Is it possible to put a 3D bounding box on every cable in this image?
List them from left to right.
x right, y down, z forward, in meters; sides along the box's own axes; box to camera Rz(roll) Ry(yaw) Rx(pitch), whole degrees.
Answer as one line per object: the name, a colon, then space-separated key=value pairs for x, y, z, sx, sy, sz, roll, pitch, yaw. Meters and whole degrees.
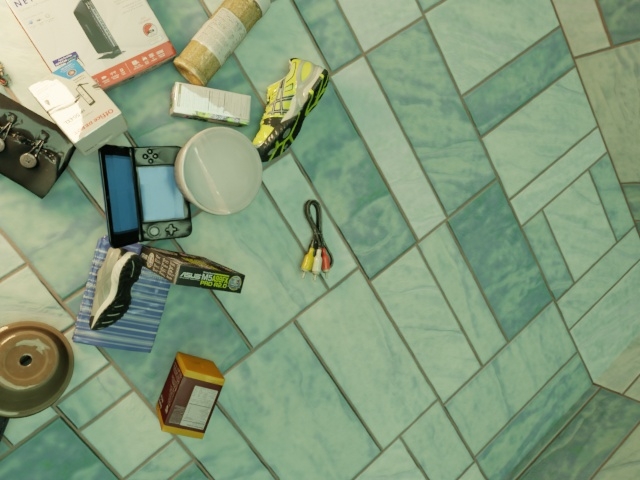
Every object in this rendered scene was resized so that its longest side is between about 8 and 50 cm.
cable: x=0.000 y=0.000 z=1.752 sx=0.139 sy=0.072 sz=0.287 roll=3 pitch=94 yaw=-29

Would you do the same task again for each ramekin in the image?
ramekin: x=-0.328 y=-0.213 z=1.532 sx=0.273 sy=0.127 sz=0.273 roll=-5 pitch=97 yaw=-38

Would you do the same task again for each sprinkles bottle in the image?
sprinkles bottle: x=-0.302 y=-0.644 z=1.528 sx=0.121 sy=0.121 sz=0.355 roll=39 pitch=79 yaw=-22

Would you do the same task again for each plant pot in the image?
plant pot: x=-0.790 y=0.333 z=1.307 sx=0.263 sy=0.229 sz=0.263 roll=11 pitch=67 yaw=-29

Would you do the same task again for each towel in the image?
towel: x=-0.604 y=0.171 z=1.529 sx=0.243 sy=0.040 sz=0.336 roll=16 pitch=90 yaw=-27

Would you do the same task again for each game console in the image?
game console: x=-0.509 y=-0.137 z=1.460 sx=0.250 sy=0.173 sz=0.293 roll=-7 pitch=98 yaw=-23

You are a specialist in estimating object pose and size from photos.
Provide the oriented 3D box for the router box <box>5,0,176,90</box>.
router box: x=-0.641 y=-0.594 z=1.406 sx=0.335 sy=0.082 sz=0.301 roll=-34 pitch=108 yaw=-17

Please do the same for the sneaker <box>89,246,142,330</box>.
sneaker: x=-0.618 y=0.142 z=1.453 sx=0.271 sy=0.108 sz=0.100 roll=-65 pitch=159 yaw=9

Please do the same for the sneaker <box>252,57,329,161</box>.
sneaker: x=-0.128 y=-0.430 z=1.640 sx=0.147 sy=0.145 sz=0.384 roll=34 pitch=83 yaw=8

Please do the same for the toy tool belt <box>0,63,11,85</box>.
toy tool belt: x=-0.880 y=-0.462 z=1.330 sx=0.052 sy=0.051 sz=0.083 roll=-31 pitch=107 yaw=-18

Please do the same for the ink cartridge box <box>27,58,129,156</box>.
ink cartridge box: x=-0.635 y=-0.349 z=1.301 sx=0.148 sy=0.086 sz=0.203 roll=-41 pitch=83 yaw=-16

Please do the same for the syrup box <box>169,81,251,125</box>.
syrup box: x=-0.346 y=-0.423 z=1.546 sx=0.237 sy=0.093 sz=0.096 roll=3 pitch=94 yaw=-24

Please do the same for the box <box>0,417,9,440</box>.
box: x=-1.080 y=0.522 z=1.315 sx=0.395 sy=0.097 sz=0.318 roll=22 pitch=87 yaw=-26

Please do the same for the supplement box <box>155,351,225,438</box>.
supplement box: x=-0.414 y=0.484 z=1.552 sx=0.129 sy=0.191 sz=0.194 roll=23 pitch=85 yaw=-24

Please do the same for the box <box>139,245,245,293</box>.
box: x=-0.384 y=0.085 z=1.457 sx=0.216 sy=0.270 sz=0.060 roll=15 pitch=90 yaw=-41

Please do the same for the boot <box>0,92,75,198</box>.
boot: x=-0.930 y=-0.242 z=1.292 sx=0.445 sy=0.146 sz=0.367 roll=31 pitch=103 yaw=-36
